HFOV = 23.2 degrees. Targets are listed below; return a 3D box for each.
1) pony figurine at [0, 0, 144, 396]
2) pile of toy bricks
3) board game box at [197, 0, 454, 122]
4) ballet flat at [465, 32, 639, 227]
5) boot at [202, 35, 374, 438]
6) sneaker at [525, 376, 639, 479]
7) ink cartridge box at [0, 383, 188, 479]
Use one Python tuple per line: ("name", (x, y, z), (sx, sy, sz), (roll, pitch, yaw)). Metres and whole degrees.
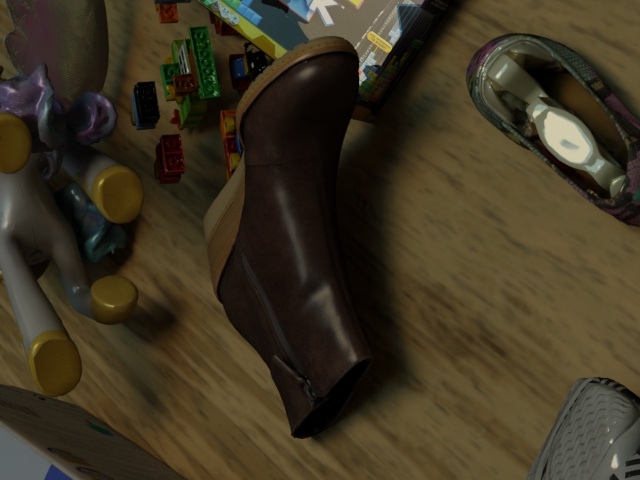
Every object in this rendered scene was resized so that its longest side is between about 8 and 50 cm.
("pony figurine", (-0.275, -0.079, 1.304), (0.363, 0.303, 0.351), (29, 132, 58))
("pile of toy bricks", (-0.106, -0.129, 1.303), (0.105, 0.118, 0.212), (132, 132, -68))
("board game box", (0.008, -0.196, 1.205), (0.170, 0.048, 0.141), (39, 104, 21))
("ballet flat", (0.157, -0.086, 1.048), (0.077, 0.079, 0.221), (-54, 47, 15))
("boot", (0.000, 0.000, 1.128), (0.207, 0.090, 0.248), (63, 143, 29))
("sneaker", (0.231, 0.202, 0.841), (0.366, 0.210, 0.137), (-103, 37, -74))
("ink cartridge box", (-0.180, 0.184, 1.184), (0.311, 0.186, 0.065), (21, 87, 44))
